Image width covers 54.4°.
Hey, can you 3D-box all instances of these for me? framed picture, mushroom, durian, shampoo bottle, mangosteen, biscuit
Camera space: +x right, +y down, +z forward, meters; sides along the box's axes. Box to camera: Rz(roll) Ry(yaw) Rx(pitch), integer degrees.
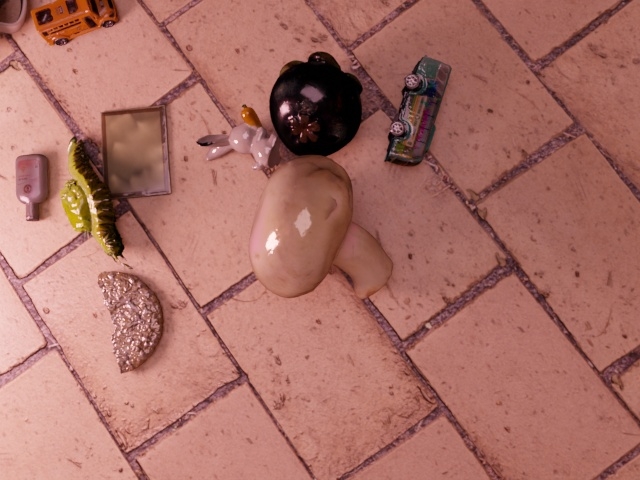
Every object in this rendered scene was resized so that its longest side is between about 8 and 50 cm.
[{"bbox_3d":[-0.461,-0.220,1.552,0.173,0.010,0.231,-4,83,3],"label":"framed picture"},{"bbox_3d":[-0.035,-0.007,1.374,0.315,0.356,0.315,-11,39,9],"label":"mushroom"},{"bbox_3d":[-0.551,-0.087,1.492,0.132,0.107,0.375,-28,76,17],"label":"durian"},{"bbox_3d":[-0.716,-0.130,1.545,0.080,0.040,0.165,-4,82,2],"label":"shampoo bottle"},{"bbox_3d":[-0.007,-0.316,1.440,0.243,0.243,0.242,0,83,4],"label":"mangosteen"},{"bbox_3d":[-0.447,0.181,1.495,0.133,0.032,0.250,-16,82,1],"label":"biscuit"}]

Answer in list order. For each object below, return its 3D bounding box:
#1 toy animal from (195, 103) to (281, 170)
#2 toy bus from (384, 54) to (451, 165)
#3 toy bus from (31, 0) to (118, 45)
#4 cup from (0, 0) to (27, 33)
[{"bbox_3d":[-0.189,-0.238,1.485,0.182,0.131,0.127,26,64,16],"label":"toy animal"},{"bbox_3d":[0.227,-0.303,1.478,0.109,0.091,0.261,18,87,-1],"label":"toy bus"},{"bbox_3d":[-0.615,-0.566,1.564,0.195,0.088,0.083,-21,81,2],"label":"toy bus"},{"bbox_3d":[-0.884,-0.605,1.540,0.290,0.219,0.257,-3,83,-29],"label":"cup"}]
